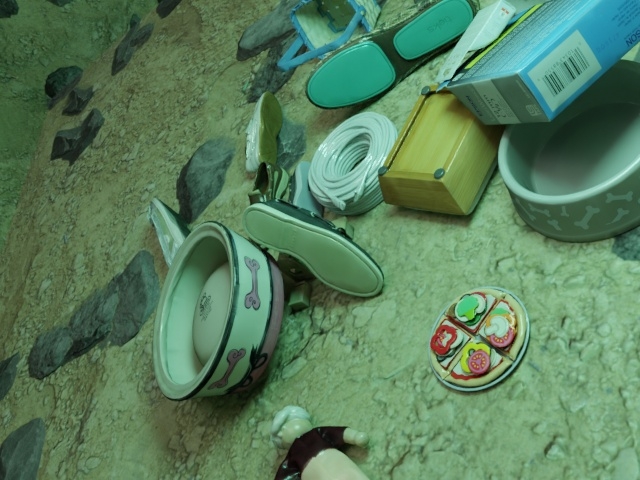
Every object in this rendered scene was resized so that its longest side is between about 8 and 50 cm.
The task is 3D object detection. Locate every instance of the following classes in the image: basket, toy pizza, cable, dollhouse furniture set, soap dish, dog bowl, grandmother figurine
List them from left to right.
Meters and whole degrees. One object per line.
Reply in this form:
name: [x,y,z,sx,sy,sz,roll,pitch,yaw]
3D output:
dog bowl: [-0.232,0.169,1.627,0.408,0.150,0.407,-31,52,48]
dollhouse furniture set: [-0.018,0.040,1.618,0.161,0.101,0.181,-21,47,35]
grandmother figurine: [-0.002,0.419,1.306,0.208,0.104,0.342,-29,31,-14]
basket: [0.021,-0.598,2.012,0.255,0.201,0.289,-10,44,41]
cable: [0.086,-0.183,1.702,0.257,0.089,0.257,-55,36,-4]
soap dish: [0.264,-0.201,1.502,0.229,0.118,0.290,12,70,50]
toy pizza: [0.272,0.168,1.264,0.201,0.032,0.201,-28,43,30]
dog bowl: [0.475,-0.172,1.270,0.349,0.102,0.348,-27,44,29]

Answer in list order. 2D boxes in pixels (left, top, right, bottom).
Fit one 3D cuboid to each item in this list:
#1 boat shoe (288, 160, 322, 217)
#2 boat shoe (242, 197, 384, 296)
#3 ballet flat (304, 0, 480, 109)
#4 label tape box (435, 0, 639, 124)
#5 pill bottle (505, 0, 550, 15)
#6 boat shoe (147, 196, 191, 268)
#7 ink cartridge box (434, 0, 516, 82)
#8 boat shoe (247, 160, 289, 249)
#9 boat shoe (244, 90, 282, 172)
boat shoe: [-0.050,-0.101,1.794,0.076,0.080,0.228,-45,37,39]
boat shoe: [-0.001,0.003,1.550,0.340,0.127,0.113,23,33,17]
ballet flat: [0.183,-0.491,1.823,0.483,0.164,0.182,-27,22,21]
label tape box: [0.390,-0.332,1.314,0.249,0.115,0.348,-42,13,-5]
pill bottle: [0.500,-0.630,1.590,0.130,0.130,0.245,13,71,51]
boat shoe: [-0.454,-0.027,2.127,0.103,0.118,0.320,-45,44,2]
ink cartridge box: [0.309,-0.389,1.439,0.179,0.045,0.145,-59,8,6]
boat shoe: [-0.159,-0.096,1.883,0.095,0.095,0.257,-19,48,36]
boat shoe: [-0.179,-0.316,2.082,0.096,0.098,0.277,-21,48,34]
